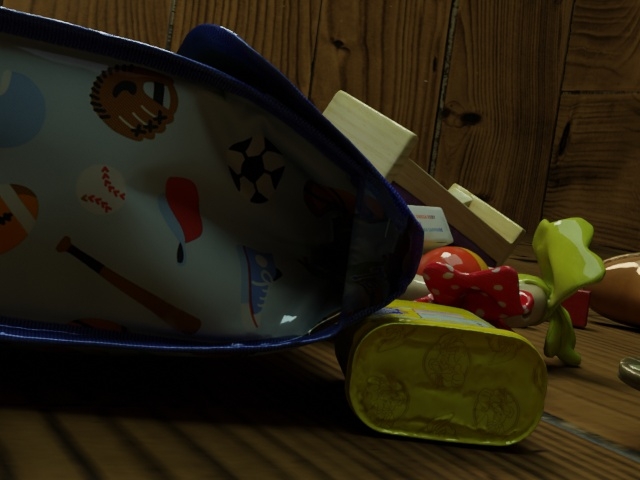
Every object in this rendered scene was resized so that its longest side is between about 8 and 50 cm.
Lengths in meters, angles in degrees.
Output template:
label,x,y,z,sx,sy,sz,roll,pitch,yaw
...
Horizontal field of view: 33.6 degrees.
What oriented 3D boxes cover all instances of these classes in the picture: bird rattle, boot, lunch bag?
label,x,y,z,sx,sy,sz,roll,pitch,yaw
bird rattle,0.140,0.060,0.988,0.253,0.143,0.207,-12,17,-41
boot,0.438,0.088,1.283,0.283,0.109,0.220,18,12,24
lunch bag,-0.151,-0.031,0.761,0.386,0.238,0.328,12,-2,-13

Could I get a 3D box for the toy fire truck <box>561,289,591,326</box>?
label,x,y,z,sx,sy,sz,roll,pitch,yaw
toy fire truck,0.229,0.073,1.320,0.192,0.047,0.135,9,4,25

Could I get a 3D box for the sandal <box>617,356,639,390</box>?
label,x,y,z,sx,sy,sz,roll,pitch,yaw
sandal,0.281,0.127,0.769,0.180,0.049,0.072,23,0,-39

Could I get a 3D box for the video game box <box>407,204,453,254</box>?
label,x,y,z,sx,sy,sz,roll,pitch,yaw
video game box,0.004,0.018,1.066,0.205,0.048,0.187,-23,-9,28

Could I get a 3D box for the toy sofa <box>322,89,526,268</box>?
label,x,y,z,sx,sy,sz,roll,pitch,yaw
toy sofa,0.111,-0.033,1.425,0.150,0.177,0.362,38,4,39

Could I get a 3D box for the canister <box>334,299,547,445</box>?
label,x,y,z,sx,sy,sz,roll,pitch,yaw
canister,0.075,0.085,0.741,0.126,0.073,0.170,7,3,-4
